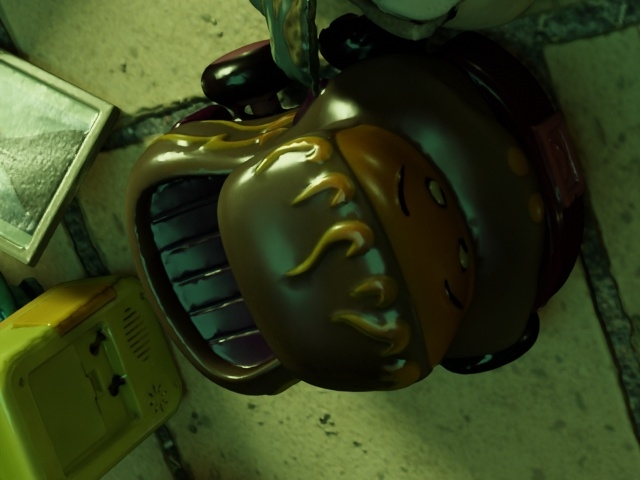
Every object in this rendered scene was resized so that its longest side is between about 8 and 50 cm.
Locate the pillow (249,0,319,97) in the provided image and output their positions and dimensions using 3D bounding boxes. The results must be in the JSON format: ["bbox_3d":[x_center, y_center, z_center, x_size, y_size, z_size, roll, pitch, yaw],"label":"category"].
[{"bbox_3d":[-0.034,-0.223,1.059,0.255,0.034,0.189,-117,22,-59],"label":"pillow"}]

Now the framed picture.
[{"bbox_3d":[-0.281,-0.087,1.356,0.203,0.015,0.150,28,88,21],"label":"framed picture"}]

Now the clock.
[{"bbox_3d":[-0.215,0.124,1.355,0.096,0.202,0.143,-11,106,35],"label":"clock"}]

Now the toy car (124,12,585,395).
[{"bbox_3d":[0.000,0.000,1.116,0.341,0.240,0.271,-14,103,36],"label":"toy car"}]

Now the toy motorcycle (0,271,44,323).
[{"bbox_3d":[-0.328,0.074,1.459,0.206,0.154,0.260,-9,99,61],"label":"toy motorcycle"}]

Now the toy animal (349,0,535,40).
[{"bbox_3d":[0.126,-0.232,0.955,0.325,0.154,0.208,-7,120,45],"label":"toy animal"}]
